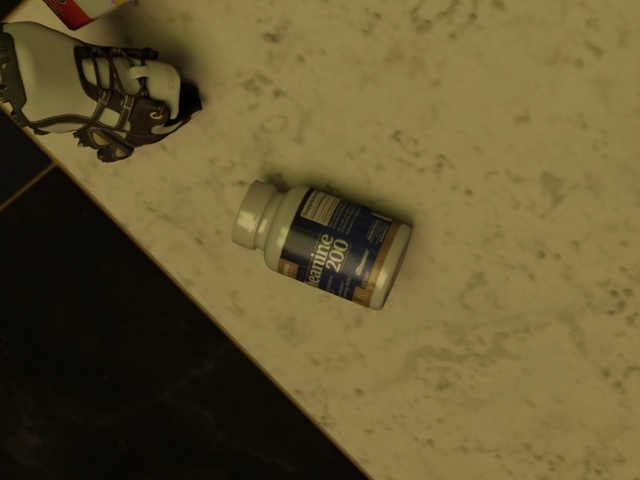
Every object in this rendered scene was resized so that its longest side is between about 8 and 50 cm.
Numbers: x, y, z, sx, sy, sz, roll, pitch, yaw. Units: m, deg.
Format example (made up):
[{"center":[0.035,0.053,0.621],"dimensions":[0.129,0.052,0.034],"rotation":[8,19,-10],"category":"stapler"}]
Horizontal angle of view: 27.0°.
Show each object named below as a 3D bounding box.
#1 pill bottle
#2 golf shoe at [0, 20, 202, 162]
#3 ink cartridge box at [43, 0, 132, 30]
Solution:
[{"center":[0.000,0.000,0.964],"dimensions":[0.120,0.067,0.067],"rotation":[21,130,7],"category":"pill bottle"},{"center":[-0.147,-0.109,0.893],"dimensions":[0.094,0.198,0.077],"rotation":[-14,81,15],"category":"golf shoe"},{"center":[-0.138,-0.212,0.813],"dimensions":[0.127,0.072,0.175],"rotation":[49,153,-21],"category":"ink cartridge box"}]
